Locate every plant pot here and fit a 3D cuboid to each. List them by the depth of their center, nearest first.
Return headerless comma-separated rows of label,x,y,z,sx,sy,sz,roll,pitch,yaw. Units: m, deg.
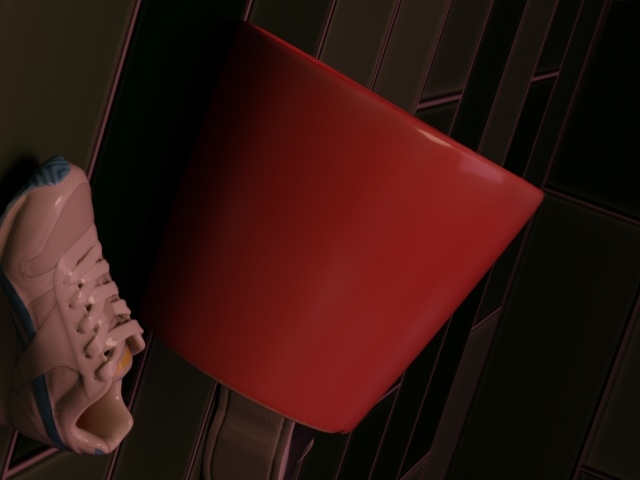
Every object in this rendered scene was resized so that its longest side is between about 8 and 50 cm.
plant pot,0.000,0.000,1.438,0.243,0.275,0.275,-61,166,5

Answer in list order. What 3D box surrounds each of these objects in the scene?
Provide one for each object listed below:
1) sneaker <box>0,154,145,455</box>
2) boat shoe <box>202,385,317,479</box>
sneaker,-0.160,0.043,1.200,0.087,0.092,0.229,-52,157,-44
boat shoe,-0.036,0.125,1.759,0.091,0.114,0.302,-48,167,-53
